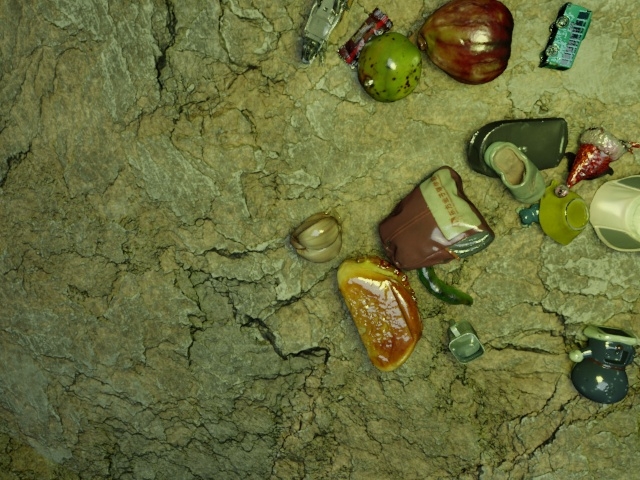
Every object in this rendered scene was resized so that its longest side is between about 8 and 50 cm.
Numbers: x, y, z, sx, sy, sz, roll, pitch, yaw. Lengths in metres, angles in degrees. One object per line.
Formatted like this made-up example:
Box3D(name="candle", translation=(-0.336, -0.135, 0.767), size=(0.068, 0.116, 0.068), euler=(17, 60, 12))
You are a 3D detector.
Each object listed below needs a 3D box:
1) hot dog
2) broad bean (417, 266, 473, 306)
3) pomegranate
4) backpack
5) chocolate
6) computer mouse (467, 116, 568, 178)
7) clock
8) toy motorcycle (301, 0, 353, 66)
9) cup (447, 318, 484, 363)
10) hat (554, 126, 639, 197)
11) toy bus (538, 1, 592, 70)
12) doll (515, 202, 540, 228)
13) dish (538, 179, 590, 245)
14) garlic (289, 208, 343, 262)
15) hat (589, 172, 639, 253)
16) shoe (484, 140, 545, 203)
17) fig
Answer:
Box3D(name="hot dog", translation=(0.221, 0.229, 1.380), size=(0.223, 0.185, 0.406), euler=(-22, 98, 17))
Box3D(name="broad bean", translation=(0.410, 0.114, 1.385), size=(0.144, 0.049, 0.292), euler=(-22, 97, 11))
Box3D(name="pomegranate", translation=(0.212, -0.534, 1.199), size=(0.198, 0.198, 0.246), euler=(24, 94, 5))
Box3D(name="backpack", translation=(0.341, -0.039, 1.274), size=(0.317, 0.197, 0.284), euler=(-36, 55, 26))
Box3D(name="chocolate", translation=(0.139, -0.632, 1.269), size=(0.182, 0.028, 0.086), euler=(-42, 90, 19))
Box3D(name="computer mouse", translation=(0.589, -0.285, 1.230), size=(0.295, 0.087, 0.168), euler=(-6, 119, 1))
Box3D(name="clock", translation=(0.906, 0.401, 1.308), size=(0.199, 0.146, 0.244), euler=(9, 98, 5))
Box3D(name="toy motorcycle", translation=(0.017, -0.653, 1.225), size=(0.090, 0.157, 0.263), euler=(30, 106, 6))
Box3D(name="cup", translation=(0.480, 0.329, 1.381), size=(0.095, 0.129, 0.128), euler=(-36, 94, 17))
Box3D(name="hat", translation=(0.773, -0.213, 1.175), size=(0.140, 0.129, 0.227), euler=(37, 100, 11))
Box3D(name="toy bus", translation=(0.690, -0.570, 1.143), size=(0.091, 0.079, 0.160), euler=(16, 107, 8))
Box3D(name="doll", translation=(0.673, -0.077, 1.285), size=(0.083, 0.050, 0.076), euler=(-20, 103, 14))
Box3D(name="dish", translation=(0.749, -0.084, 1.226), size=(0.148, 0.080, 0.208), euler=(-17, 96, -10))
Box3D(name="garlic", translation=(0.000, 0.000, 1.361), size=(0.191, 0.214, 0.160), euler=(-31, 105, 7))
Box3D(name="hat", translation=(0.945, -0.074, 1.184), size=(0.275, 0.161, 0.232), euler=(23, 110, 30))
Box3D(name="shoe", translation=(0.579, -0.186, 1.181), size=(0.251, 0.100, 0.103), euler=(35, 112, -21))
Box3D(name="fig", translation=(0.411, -0.553, 1.122), size=(0.263, 0.224, 0.224), euler=(32, 108, -9))
